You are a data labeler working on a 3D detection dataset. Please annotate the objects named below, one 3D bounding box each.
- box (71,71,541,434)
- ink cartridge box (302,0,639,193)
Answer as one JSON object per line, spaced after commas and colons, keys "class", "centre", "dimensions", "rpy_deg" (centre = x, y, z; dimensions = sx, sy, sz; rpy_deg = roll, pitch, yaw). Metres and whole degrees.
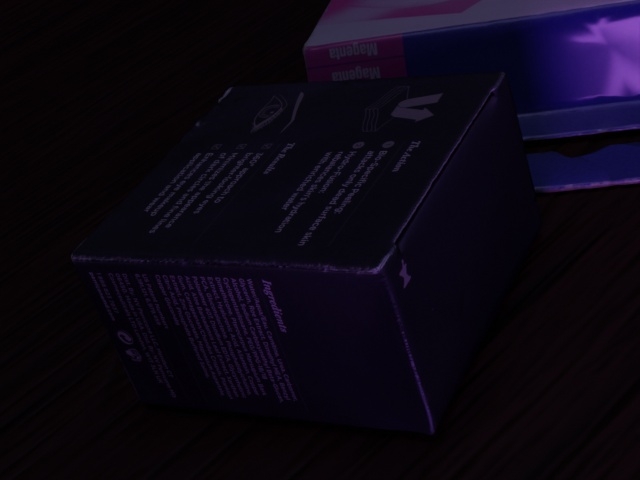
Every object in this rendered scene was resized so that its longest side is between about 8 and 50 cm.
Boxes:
{"class": "box", "centre": [0.000, 0.000, 0.576], "dimensions": [0.158, 0.093, 0.156], "rpy_deg": [1, 36, 31]}
{"class": "ink cartridge box", "centre": [0.163, -0.146, 0.746], "dimensions": [0.324, 0.071, 0.330], "rpy_deg": [-5, 32, 20]}
